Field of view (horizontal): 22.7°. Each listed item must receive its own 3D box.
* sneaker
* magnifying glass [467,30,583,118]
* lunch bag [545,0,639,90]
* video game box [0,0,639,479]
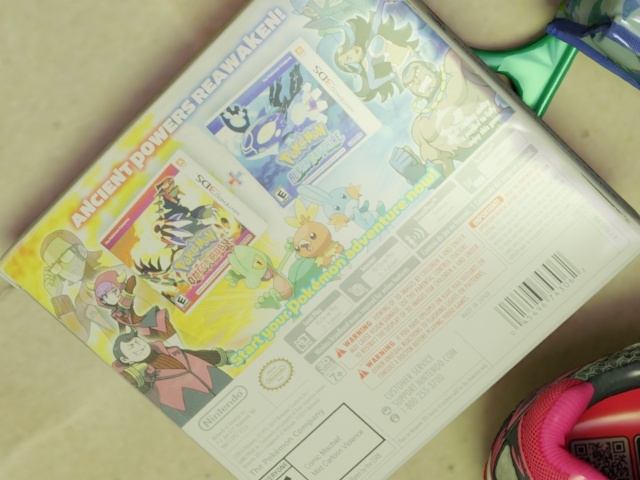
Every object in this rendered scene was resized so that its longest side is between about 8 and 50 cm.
[{"bbox_3d":[0.221,0.085,0.681,0.299,0.112,0.120,-13,69,-3],"label":"sneaker"},{"bbox_3d":[0.074,-0.054,0.697,0.092,0.026,0.230,0,105,-6],"label":"magnifying glass"},{"bbox_3d":[0.191,-0.101,0.647,0.151,0.096,0.128,29,94,-12],"label":"lunch bag"},{"bbox_3d":[0.000,0.000,0.677,0.187,0.048,0.205,43,105,-13],"label":"video game box"}]
